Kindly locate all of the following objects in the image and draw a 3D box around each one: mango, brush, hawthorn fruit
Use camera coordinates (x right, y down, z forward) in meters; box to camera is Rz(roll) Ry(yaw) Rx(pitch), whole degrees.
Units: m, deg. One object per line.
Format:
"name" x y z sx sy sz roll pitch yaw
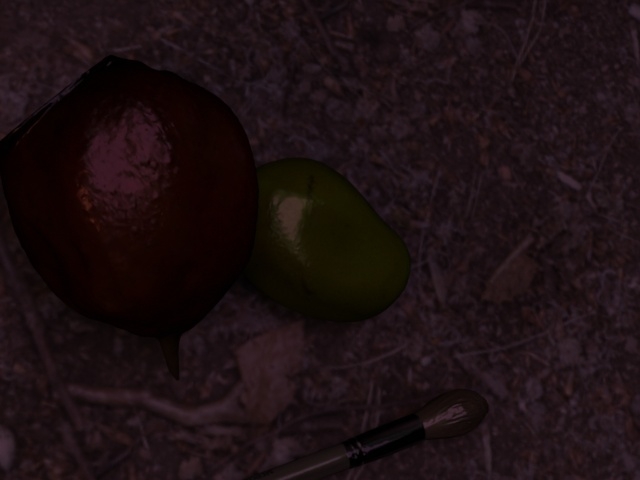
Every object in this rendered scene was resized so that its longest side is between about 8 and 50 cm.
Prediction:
"mango" -0.004 0.004 0.970 0.163 0.089 0.117 43 65 -6
"brush" 0.008 0.181 0.962 0.299 0.042 0.039 -18 84 -20
"hawthorn fruit" -0.139 -0.015 0.882 0.189 0.189 0.251 -14 90 -23
